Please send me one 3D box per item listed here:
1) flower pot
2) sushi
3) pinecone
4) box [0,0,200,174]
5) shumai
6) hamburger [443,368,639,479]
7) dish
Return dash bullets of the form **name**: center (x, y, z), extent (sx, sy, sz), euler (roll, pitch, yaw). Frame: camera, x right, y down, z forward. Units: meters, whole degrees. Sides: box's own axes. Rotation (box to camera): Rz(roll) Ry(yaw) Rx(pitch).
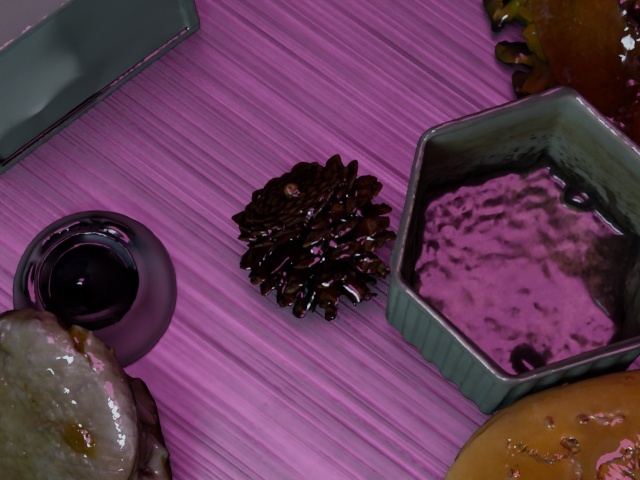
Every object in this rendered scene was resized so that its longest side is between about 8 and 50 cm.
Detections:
- **flower pot**: center (0.164, 0.013, 1.484), extent (0.209, 0.189, 0.239), euler (12, 78, 4)
- **sushi**: center (0.242, -0.218, 1.564), extent (0.166, 0.179, 0.296), euler (-15, 79, -19)
- **pinecone**: center (-0.001, 0.001, 1.528), extent (0.140, 0.140, 0.121), euler (-29, 110, -5)
- **box**: center (-0.230, -0.192, 1.524), extent (0.225, 0.225, 0.117), euler (-37, 78, -7)
- **shumai**: center (-0.191, 0.141, 1.500), extent (0.201, 0.120, 0.201), euler (12, 110, 34)
- **hamburger**: center (0.236, 0.259, 1.437), extent (0.284, 0.174, 0.305), euler (-12, 72, 8)
- **dish**: center (-0.192, 0.034, 1.544), extent (0.141, 0.078, 0.141), euler (0, 76, 2)
